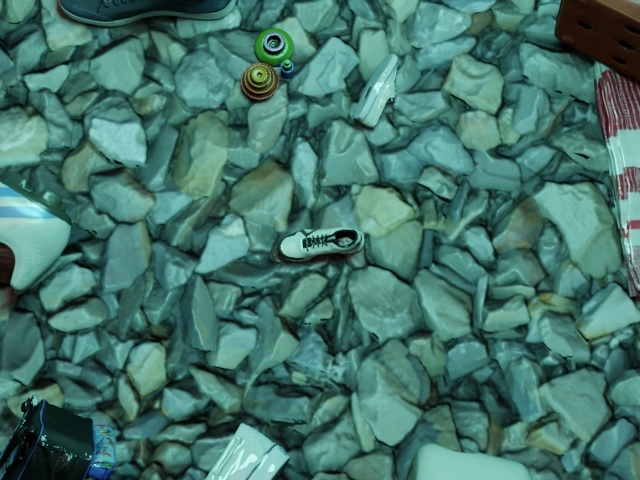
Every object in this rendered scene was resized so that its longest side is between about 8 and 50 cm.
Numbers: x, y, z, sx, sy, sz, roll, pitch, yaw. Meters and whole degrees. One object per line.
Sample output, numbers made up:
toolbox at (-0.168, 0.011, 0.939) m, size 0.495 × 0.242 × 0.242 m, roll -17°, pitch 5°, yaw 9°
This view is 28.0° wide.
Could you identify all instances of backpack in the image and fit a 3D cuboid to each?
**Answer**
backpack at (-0.320, 0.286, 1.468) m, size 0.117 × 0.158 × 0.173 m, roll 26°, pitch 92°, yaw -14°

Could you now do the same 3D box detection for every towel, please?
towel at (0.482, -0.100, 1.619) m, size 0.237 × 0.037 × 0.329 m, roll -7°, pitch 78°, yaw -3°

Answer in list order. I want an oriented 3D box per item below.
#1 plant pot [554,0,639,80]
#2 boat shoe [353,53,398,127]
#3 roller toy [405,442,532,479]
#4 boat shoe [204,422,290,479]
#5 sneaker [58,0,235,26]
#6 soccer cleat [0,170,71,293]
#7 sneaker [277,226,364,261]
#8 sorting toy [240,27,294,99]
plant pot at (0.422, -0.329, 1.545) m, size 0.267 × 0.267 × 0.236 m, roll 28°, pitch 83°, yaw 9°
boat shoe at (0.079, -0.189, 1.634) m, size 0.035 × 0.035 × 0.100 m, roll 32°, pitch 74°, yaw -22°
roller toy at (0.163, 0.330, 1.443) m, size 0.146 × 0.191 × 0.209 m, roll 12°, pitch 119°, yaw 0°
boat shoe at (-0.144, 0.329, 1.499) m, size 0.084 × 0.095 × 0.258 m, roll 37°, pitch 70°, yaw 10°
sneaker at (-0.223, -0.330, 1.589) m, size 0.226 × 0.163 × 0.086 m, roll -4°, pitch 80°, yaw 0°
soccer cleat at (-0.465, -0.051, 1.549) m, size 0.331 × 0.116 × 0.143 m, roll 27°, pitch 79°, yaw 4°
sneaker at (0.000, 0.000, 1.586) m, size 0.109 × 0.044 × 0.040 m, roll -10°, pitch 81°, yaw -1°
sorting toy at (-0.063, -0.228, 1.631) m, size 0.061 × 0.042 × 0.102 m, roll 18°, pitch 78°, yaw 3°
